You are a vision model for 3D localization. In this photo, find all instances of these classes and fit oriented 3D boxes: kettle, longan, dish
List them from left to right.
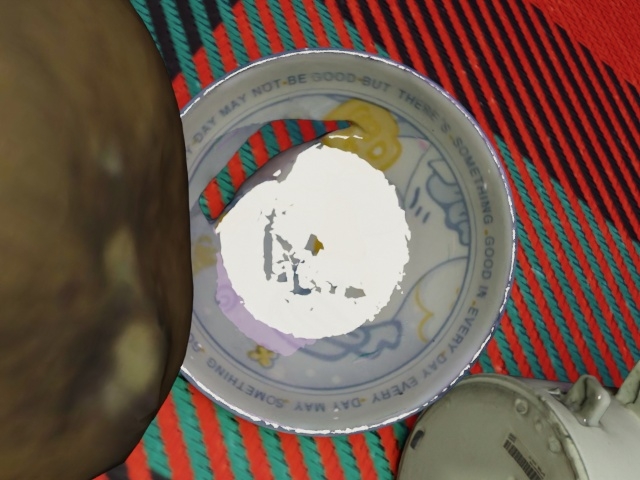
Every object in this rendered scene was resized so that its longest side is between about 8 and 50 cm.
[{"bbox_3d":[-0.205,-0.011,0.392,0.319,0.319,0.319,14,58,-24],"label":"longan"},{"bbox_3d":[0.000,0.000,0.616,0.273,0.134,0.273,0,91,-3],"label":"dish"},{"bbox_3d":[0.244,0.184,0.599,0.318,0.205,0.265,10,83,-27],"label":"kettle"}]
